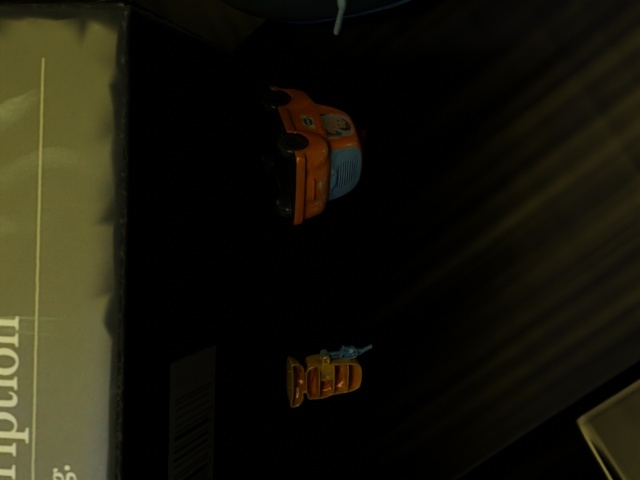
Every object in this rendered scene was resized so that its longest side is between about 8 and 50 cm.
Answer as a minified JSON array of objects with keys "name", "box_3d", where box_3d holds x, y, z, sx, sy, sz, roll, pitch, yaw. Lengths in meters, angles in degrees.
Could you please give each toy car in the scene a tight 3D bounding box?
[{"name":"toy car","box_3d":[0.000,0.000,0.577,0.040,0.060,0.122,-7,111,-11]}]

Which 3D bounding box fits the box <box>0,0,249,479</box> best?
[{"name":"box","box_3d":[-0.200,0.089,0.543,0.312,0.179,0.343,1,92,9]}]

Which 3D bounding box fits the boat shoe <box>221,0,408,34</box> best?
[{"name":"boat shoe","box_3d":[0.050,-0.155,0.495,0.258,0.089,0.109,-25,80,30]}]
